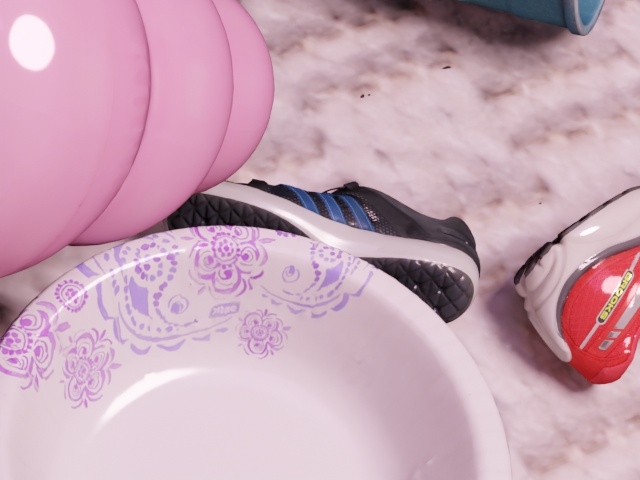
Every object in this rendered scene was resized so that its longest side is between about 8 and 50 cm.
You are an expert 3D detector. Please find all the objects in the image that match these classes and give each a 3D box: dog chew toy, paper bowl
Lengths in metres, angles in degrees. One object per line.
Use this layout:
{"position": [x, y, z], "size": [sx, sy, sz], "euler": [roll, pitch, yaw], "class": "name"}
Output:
{"position": [-0.142, -0.084, 1.026], "size": [0.206, 0.206, 0.332], "euler": [47, 24, 21], "class": "dog chew toy"}
{"position": [-0.049, 0.145, 1.037], "size": [0.284, 0.148, 0.284], "euler": [6, 54, -8], "class": "paper bowl"}

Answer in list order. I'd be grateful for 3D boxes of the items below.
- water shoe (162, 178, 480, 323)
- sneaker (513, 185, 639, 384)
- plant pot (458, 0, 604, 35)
{"position": [0.000, 0.000, 1.213], "size": [0.203, 0.073, 0.080], "euler": [18, 32, -4], "class": "water shoe"}
{"position": [0.250, 0.008, 1.248], "size": [0.279, 0.107, 0.118], "euler": [-29, 84, -24], "class": "sneaker"}
{"position": [0.079, -0.293, 1.322], "size": [0.255, 0.271, 0.271], "euler": [10, 52, 13], "class": "plant pot"}
